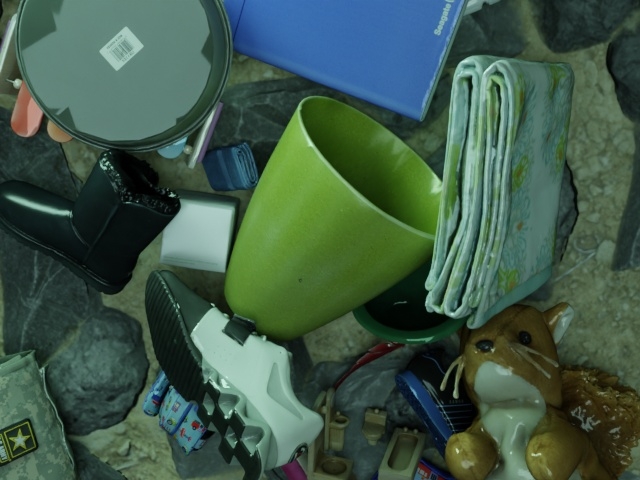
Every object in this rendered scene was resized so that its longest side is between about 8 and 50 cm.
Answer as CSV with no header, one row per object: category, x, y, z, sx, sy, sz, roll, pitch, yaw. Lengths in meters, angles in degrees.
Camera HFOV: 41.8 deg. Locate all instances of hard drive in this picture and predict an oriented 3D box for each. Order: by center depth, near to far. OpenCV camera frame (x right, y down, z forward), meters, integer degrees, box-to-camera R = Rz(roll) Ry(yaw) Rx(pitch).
hard drive,0.028,-0.318,1.146,0.319,0.040,0.210,23,109,10

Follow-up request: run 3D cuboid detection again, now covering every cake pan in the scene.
cake pan,-0.264,-0.258,1.112,0.293,0.054,0.293,-1,104,-3

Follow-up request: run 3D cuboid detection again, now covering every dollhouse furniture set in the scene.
dollhouse furniture set,0.075,0.285,1.267,0.151,0.144,0.123,9,114,16

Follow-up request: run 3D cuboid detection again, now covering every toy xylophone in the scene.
toy xylophone,-0.291,-0.240,1.192,0.323,0.081,0.236,13,101,-4

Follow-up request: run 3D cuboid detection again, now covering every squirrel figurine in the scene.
squirrel figurine,0.311,0.279,1.210,0.281,0.397,0.370,-22,71,33

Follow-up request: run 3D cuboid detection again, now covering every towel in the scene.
towel,0.252,-0.076,1.100,0.090,0.374,0.320,13,105,26
towel,-0.129,-0.104,1.210,0.029,0.119,0.067,-24,104,-32

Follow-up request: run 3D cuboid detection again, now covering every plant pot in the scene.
plant pot,0.000,0.000,1.175,0.275,0.275,0.293,36,116,-8

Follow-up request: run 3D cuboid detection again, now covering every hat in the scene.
hat,0.132,0.140,1.293,0.208,0.173,0.183,8,137,17

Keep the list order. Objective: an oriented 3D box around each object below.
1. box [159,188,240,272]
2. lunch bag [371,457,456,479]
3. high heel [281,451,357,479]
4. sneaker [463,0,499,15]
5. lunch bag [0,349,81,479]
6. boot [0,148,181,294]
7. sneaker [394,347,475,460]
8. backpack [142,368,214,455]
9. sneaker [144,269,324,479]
box,-0.178,-0.016,1.238,0.101,0.087,0.102,8,102,-2
lunch bag,0.150,0.489,1.342,0.221,0.138,0.293,34,89,-5
high heel,-0.064,0.349,1.335,0.244,0.082,0.117,37,115,-8
sneaker,0.257,-0.430,1.133,0.321,0.124,0.180,-22,103,4
lunch bag,-0.530,0.315,1.271,0.287,0.169,0.235,-17,99,-5
boot,-0.334,-0.059,1.182,0.246,0.094,0.207,36,124,-3
sneaker,0.212,0.277,1.301,0.090,0.081,0.232,-35,98,-17
backpack,-0.188,0.228,1.247,0.117,0.173,0.158,33,101,-7
sneaker,-0.121,0.165,1.148,0.330,0.146,0.122,52,140,22
